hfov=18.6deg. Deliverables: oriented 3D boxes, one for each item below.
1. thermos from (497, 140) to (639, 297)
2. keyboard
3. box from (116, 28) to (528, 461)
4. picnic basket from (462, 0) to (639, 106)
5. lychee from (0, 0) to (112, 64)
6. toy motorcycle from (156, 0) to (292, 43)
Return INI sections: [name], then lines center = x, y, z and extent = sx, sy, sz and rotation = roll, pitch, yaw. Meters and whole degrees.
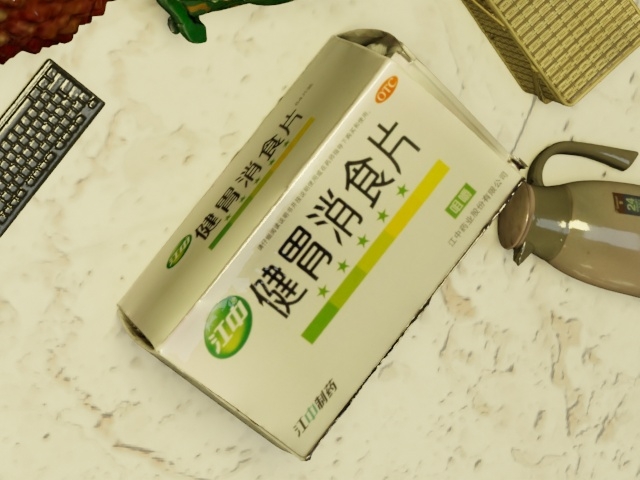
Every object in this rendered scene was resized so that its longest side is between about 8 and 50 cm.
[thermos]
center = 0.256, -0.023, 1.801
extent = 0.193, 0.105, 0.137
rotation = 11, 73, -17
[keyboard]
center = -0.264, -0.054, 1.627
extent = 0.067, 0.011, 0.202
rotation = 39, 86, -24
[box]
center = 0.002, -0.002, 1.671
extent = 0.173, 0.145, 0.333
rotation = 39, 88, -26
[picnic basket]
center = 0.202, -0.210, 1.734
extent = 0.115, 0.079, 0.164
rotation = -43, 114, -7
[lychee]
center = -0.238, -0.278, 1.461
extent = 0.264, 0.300, 0.264
rotation = 1, 142, 1
[toy motorcycle]
center = -0.033, -0.239, 1.600
extent = 0.274, 0.187, 0.125
rotation = -21, 109, -36
